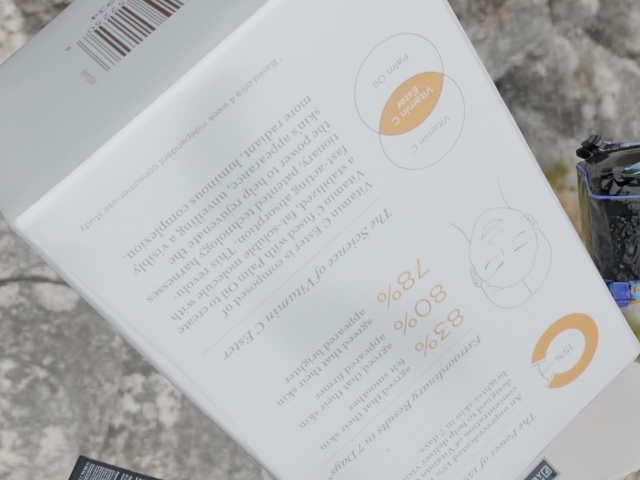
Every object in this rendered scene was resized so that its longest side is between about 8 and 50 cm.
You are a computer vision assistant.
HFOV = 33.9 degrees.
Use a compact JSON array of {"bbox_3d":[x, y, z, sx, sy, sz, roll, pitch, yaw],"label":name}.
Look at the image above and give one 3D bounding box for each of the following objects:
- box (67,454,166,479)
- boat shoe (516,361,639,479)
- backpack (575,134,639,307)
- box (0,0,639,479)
[{"bbox_3d":[-0.259,0.420,1.288,0.261,0.184,0.103,-67,152,-27],"label":"box"},{"bbox_3d":[0.219,0.255,1.116,0.341,0.158,0.127,-31,75,-27],"label":"boat shoe"},{"bbox_3d":[0.291,-0.022,0.807,0.158,0.173,0.116,-64,147,-73],"label":"backpack"},{"bbox_3d":[0.000,0.000,0.596,0.215,0.168,0.345,-42,127,-5],"label":"box"}]
